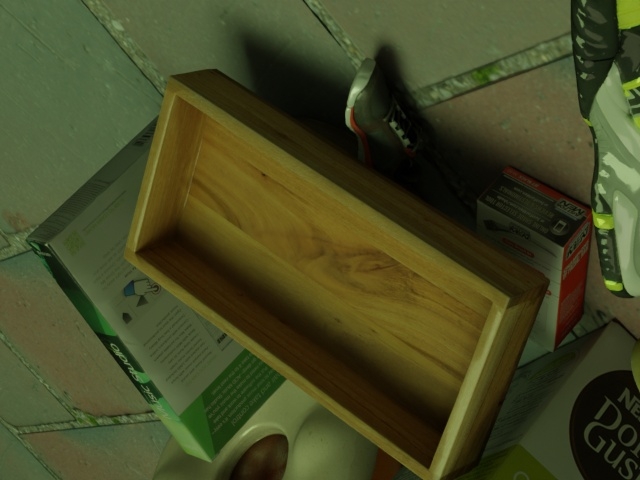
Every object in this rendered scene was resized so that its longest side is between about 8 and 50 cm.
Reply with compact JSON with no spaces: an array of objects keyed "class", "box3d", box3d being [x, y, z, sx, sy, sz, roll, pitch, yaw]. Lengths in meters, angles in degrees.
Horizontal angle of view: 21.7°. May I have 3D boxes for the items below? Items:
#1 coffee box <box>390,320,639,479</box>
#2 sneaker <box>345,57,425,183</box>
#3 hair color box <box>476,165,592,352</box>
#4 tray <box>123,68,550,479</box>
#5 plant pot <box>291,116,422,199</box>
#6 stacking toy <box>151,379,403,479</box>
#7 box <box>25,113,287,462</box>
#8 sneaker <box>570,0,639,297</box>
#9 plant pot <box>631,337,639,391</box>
[{"class":"coffee box","box3d":[0.235,0.338,1.614,0.337,0.334,0.338,44,151,-3]},{"class":"sneaker","box3d":[0.065,-0.106,1.507,0.064,0.061,0.158,15,153,20]},{"class":"hair color box","box3d":[0.192,0.019,1.515,0.093,0.053,0.167,31,152,23]},{"class":"tray","box3d":[0.001,0.025,1.531,0.411,0.076,0.203,34,121,28]},{"class":"plant pot","box3d":[0.000,0.000,1.677,0.237,0.110,0.237,32,152,19]},{"class":"stacking toy","box3d":[0.055,0.367,2.021,0.480,0.351,0.350,38,159,-35]},{"class":"box","box3d":[-0.136,0.044,1.784,0.058,0.232,0.322,8,138,54]},{"class":"sneaker","box3d":[0.255,-0.126,1.176,0.147,0.145,0.385,-5,133,14]},{"class":"plant pot","box3d":[0.340,0.100,1.380,0.134,0.134,0.095,39,127,5]}]
